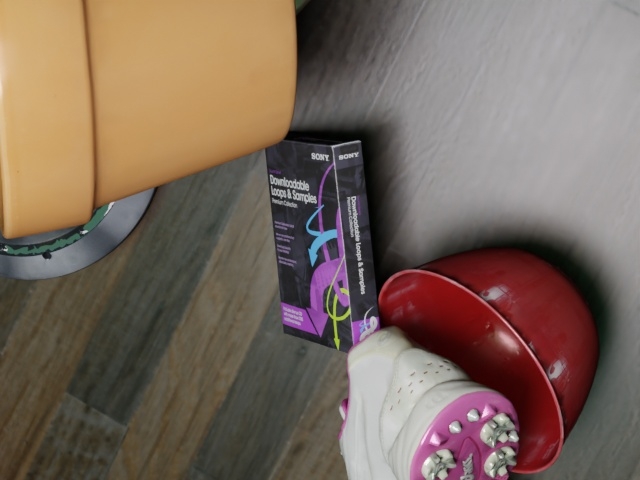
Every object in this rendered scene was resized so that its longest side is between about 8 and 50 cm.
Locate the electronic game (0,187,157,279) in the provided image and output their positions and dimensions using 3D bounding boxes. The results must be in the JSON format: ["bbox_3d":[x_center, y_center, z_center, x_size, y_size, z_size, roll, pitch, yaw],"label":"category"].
[{"bbox_3d":[-0.237,-0.082,1.495,0.229,0.048,0.229,1,95,10],"label":"electronic game"}]

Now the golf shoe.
[{"bbox_3d":[0.074,0.189,1.412,0.140,0.115,0.306,45,147,35],"label":"golf shoe"}]

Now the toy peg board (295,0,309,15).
[{"bbox_3d":[-0.101,-0.196,1.431,0.161,0.079,0.160,42,93,3],"label":"toy peg board"}]

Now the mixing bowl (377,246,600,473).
[{"bbox_3d":[0.141,0.073,1.377,0.181,0.098,0.181,37,148,28],"label":"mixing bowl"}]

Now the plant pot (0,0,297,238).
[{"bbox_3d":[-0.134,-0.157,1.270,0.203,0.291,0.291,-7,100,-11],"label":"plant pot"}]

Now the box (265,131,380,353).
[{"bbox_3d":[0.000,0.000,1.420,0.029,0.116,0.162,-10,100,-28],"label":"box"}]
